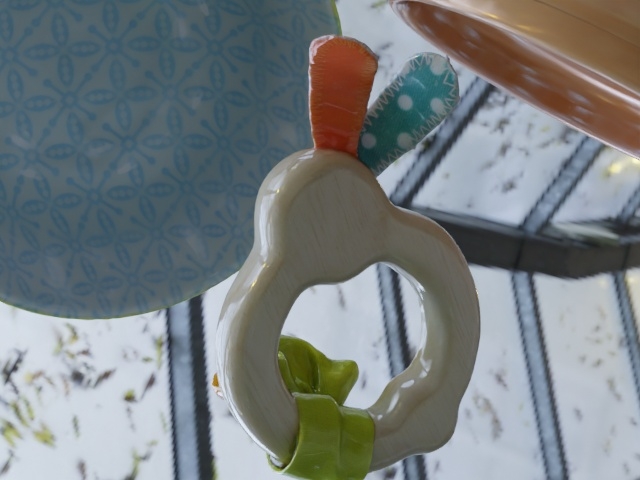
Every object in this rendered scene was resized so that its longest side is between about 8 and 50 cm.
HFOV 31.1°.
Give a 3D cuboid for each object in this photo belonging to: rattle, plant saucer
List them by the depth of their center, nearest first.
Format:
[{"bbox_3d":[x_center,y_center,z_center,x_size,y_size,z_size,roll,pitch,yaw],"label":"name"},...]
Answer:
[{"bbox_3d":[0.124,-0.073,0.498,0.200,0.200,0.037,20,-81,-56],"label":"plant saucer"},{"bbox_3d":[0.000,0.000,0.537,0.143,0.130,0.200,-114,14,-74],"label":"rattle"}]

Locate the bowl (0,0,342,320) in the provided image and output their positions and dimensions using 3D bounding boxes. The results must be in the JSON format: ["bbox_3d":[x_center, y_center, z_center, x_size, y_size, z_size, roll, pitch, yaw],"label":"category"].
[{"bbox_3d":[-0.144,-0.110,0.743,0.289,0.156,0.289,-12,-60,-22],"label":"bowl"}]
